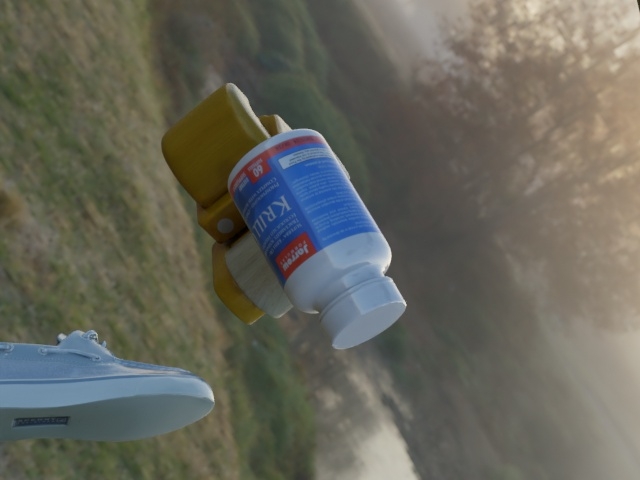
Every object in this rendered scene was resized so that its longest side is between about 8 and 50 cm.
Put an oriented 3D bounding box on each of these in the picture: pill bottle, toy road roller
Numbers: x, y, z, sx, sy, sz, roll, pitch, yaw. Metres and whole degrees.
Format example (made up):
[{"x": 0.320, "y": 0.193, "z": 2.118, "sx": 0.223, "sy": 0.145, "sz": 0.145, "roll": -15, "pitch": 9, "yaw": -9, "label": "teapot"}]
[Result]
[{"x": 0.000, "y": 0.000, "z": 1.406, "sx": 0.221, "sy": 0.124, "sz": 0.124, "roll": 59, "pitch": 8, "yaw": 22, "label": "pill bottle"}, {"x": -0.097, "y": -0.068, "z": 1.814, "sx": 0.240, "sy": 0.202, "sz": 0.329, "roll": 44, "pitch": 14, "yaw": -25, "label": "toy road roller"}]

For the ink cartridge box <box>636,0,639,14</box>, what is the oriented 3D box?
[{"x": 0.314, "y": -0.144, "z": 0.931, "sx": 0.235, "sy": 0.088, "sz": 0.193, "roll": -118, "pitch": -176, "yaw": -57, "label": "ink cartridge box"}]

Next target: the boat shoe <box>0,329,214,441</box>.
[{"x": -0.194, "y": 0.105, "z": 1.003, "sx": 0.079, "sy": 0.227, "sz": 0.081, "roll": 121, "pitch": -37, "yaw": -49, "label": "boat shoe"}]
